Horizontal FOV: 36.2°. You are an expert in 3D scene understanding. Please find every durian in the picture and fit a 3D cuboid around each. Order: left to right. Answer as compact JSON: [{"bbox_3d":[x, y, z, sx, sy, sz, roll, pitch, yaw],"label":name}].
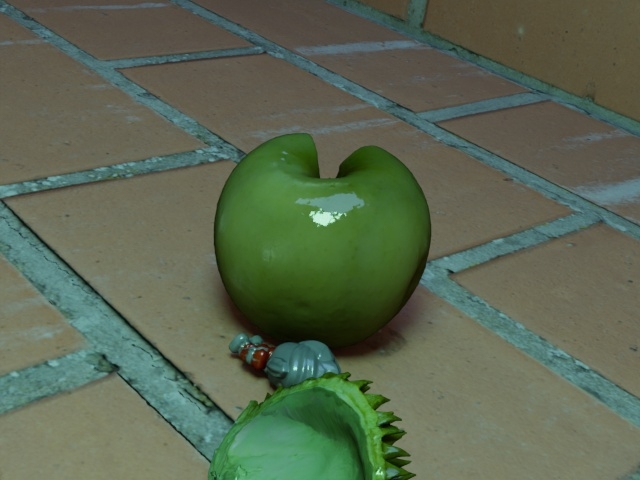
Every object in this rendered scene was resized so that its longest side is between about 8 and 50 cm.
[{"bbox_3d":[-0.013,0.246,0.921,0.198,0.163,0.394,3,28,-3],"label":"durian"}]

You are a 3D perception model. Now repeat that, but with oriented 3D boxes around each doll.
[{"bbox_3d":[-0.037,0.152,1.191,0.180,0.079,0.094,16,0,41],"label":"doll"}]

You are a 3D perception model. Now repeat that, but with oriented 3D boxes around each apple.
[{"bbox_3d":[0.000,0.000,1.292,0.292,0.254,0.292,5,27,-3],"label":"apple"}]
